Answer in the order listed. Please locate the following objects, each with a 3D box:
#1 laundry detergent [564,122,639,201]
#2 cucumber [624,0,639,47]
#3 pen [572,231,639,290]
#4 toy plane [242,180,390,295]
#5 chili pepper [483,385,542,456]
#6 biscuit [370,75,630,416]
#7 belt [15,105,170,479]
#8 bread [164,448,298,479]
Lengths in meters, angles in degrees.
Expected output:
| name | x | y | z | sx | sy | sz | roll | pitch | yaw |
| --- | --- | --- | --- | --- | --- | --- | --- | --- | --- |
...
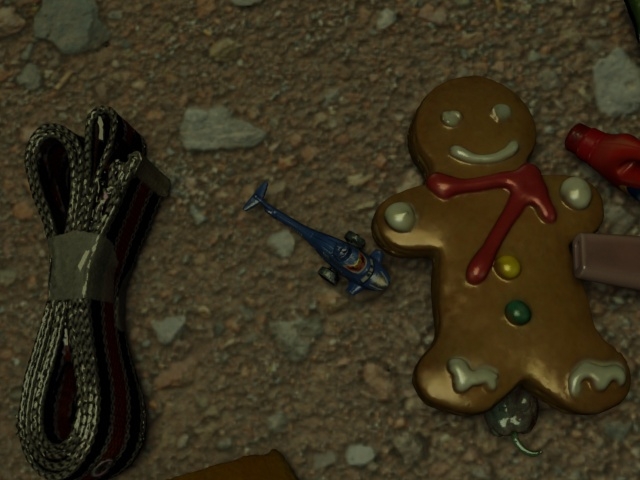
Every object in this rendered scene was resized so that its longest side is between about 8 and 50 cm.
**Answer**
| name | x | y | z | sx | sy | sz | roll | pitch | yaw |
| --- | --- | --- | --- | --- | --- | --- | --- | --- | --- |
| laundry detergent | 0.294 | -0.062 | 0.969 | 0.165 | 0.097 | 0.049 | 32 | 81 | 26 |
| cucumber | 0.356 | -0.152 | 1.004 | 0.078 | 0.062 | 0.211 | -27 | 75 | 42 |
| pen | 0.319 | 0.024 | 0.950 | 0.197 | 0.032 | 0.053 | 8 | 67 | -9 |
| toy plane | 0.000 | 0.000 | 1.021 | 0.167 | 0.062 | 0.054 | 33 | 83 | 27 |
| chili pepper | 0.164 | 0.121 | 0.968 | 0.050 | 0.041 | 0.153 | -3 | 72 | -25 |
| biscuit | 0.156 | -0.007 | 0.976 | 0.216 | 0.047 | 0.339 | -1 | 67 | -4 |
| belt | -0.222 | 0.051 | 1.027 | 0.126 | 0.094 | 0.359 | -3 | 73 | 14 |
| bread | -0.128 | 0.276 | 0.927 | 0.260 | 0.134 | 0.129 | -26 | 71 | 2 |
